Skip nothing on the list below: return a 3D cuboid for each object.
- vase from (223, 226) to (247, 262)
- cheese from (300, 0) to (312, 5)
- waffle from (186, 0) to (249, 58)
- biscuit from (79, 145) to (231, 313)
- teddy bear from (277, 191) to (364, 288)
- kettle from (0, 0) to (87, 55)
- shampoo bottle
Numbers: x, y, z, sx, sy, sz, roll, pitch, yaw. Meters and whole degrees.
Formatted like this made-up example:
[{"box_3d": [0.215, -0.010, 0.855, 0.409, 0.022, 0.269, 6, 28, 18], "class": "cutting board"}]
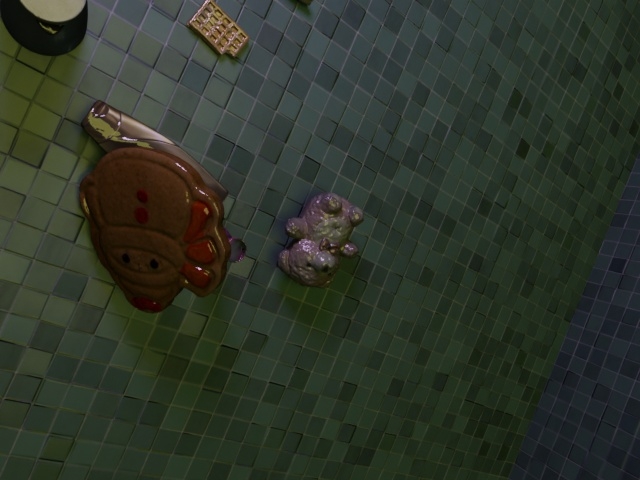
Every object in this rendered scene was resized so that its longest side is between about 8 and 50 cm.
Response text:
[{"box_3d": [-0.240, 0.004, 1.245, 0.086, 0.214, 0.086, -6, 103, -29], "class": "vase"}, {"box_3d": [-0.099, -0.694, 1.288, 0.235, 0.050, 0.127, 19, 92, -30], "class": "cheese"}, {"box_3d": [-0.243, -0.502, 1.260, 0.135, 0.021, 0.092, 40, 77, -29], "class": "waffle"}, {"box_3d": [-0.364, -0.011, 1.146, 0.074, 0.359, 0.381, -40, 141, -65], "class": "biscuit"}, {"box_3d": [0.000, -0.001, 1.424, 0.236, 0.151, 0.267, 27, 82, -30], "class": "teddy bear"}, {"box_3d": [-0.507, -0.474, 0.982, 0.160, 0.243, 0.210, 5, 96, -31], "class": "kettle"}, {"box_3d": [-0.379, -0.180, 1.207, 0.350, 0.084, 0.125, 41, 84, -29], "class": "shampoo bottle"}]
